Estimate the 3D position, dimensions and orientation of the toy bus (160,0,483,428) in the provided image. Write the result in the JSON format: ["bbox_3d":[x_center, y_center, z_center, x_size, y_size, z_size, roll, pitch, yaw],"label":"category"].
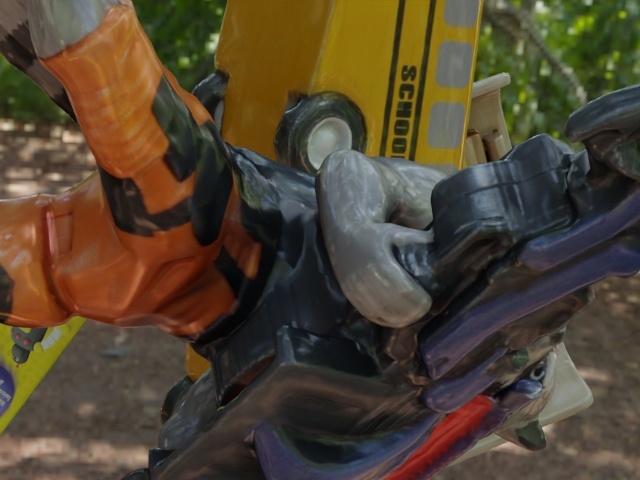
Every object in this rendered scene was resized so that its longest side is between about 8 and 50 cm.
[{"bbox_3d":[0.000,0.000,0.777,0.130,0.333,0.108,-3,15,-36],"label":"toy bus"}]

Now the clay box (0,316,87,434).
[{"bbox_3d":[-0.243,0.084,0.778,0.127,0.222,0.053,41,-22,-19],"label":"clay box"}]

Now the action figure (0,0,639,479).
[{"bbox_3d":[-0.011,-0.022,0.513,0.330,0.341,0.178,34,37,-29],"label":"action figure"}]

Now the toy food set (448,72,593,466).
[{"bbox_3d":[0.082,0.039,1.084,0.219,0.306,0.092,-21,26,-6],"label":"toy food set"}]
